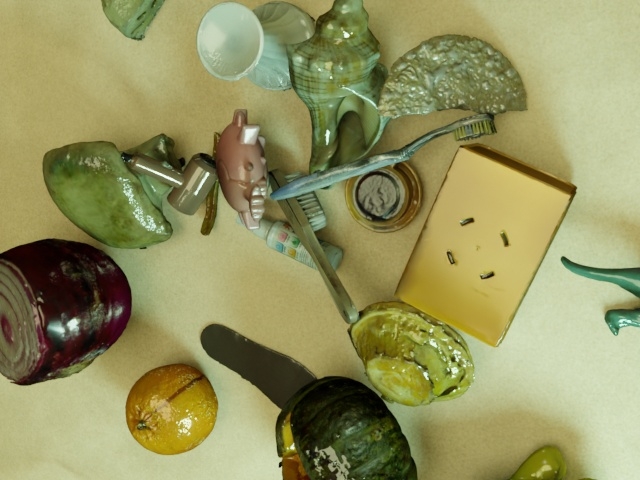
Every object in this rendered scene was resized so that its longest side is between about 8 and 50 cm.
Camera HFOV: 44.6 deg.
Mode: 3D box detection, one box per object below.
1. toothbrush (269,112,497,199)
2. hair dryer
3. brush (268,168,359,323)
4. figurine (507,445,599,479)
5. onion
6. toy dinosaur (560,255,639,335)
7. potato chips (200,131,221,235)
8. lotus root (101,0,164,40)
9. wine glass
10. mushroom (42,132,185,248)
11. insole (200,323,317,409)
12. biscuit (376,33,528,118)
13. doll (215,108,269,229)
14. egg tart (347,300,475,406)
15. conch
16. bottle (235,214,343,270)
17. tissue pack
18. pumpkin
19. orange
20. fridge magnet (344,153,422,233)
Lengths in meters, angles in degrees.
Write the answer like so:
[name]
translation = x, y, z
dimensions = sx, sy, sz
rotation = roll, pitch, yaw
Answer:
[toothbrush]
translation = 0.095, -0.135, 1.320
dimensions = 0.414, 0.035, 0.042
rotation = -17, 66, 22
[hair dryer]
translation = -0.287, -0.129, 1.462
dimensions = 0.117, 0.182, 0.064
rotation = -56, 33, 18
[brush]
translation = 0.000, 0.000, 1.399
dimensions = 0.065, 0.070, 0.327
rotation = -22, 66, -15
[figurine]
translation = 0.325, 0.517, 1.301
dimensions = 0.340, 0.231, 0.323
rotation = -24, 48, 30
[onion]
translation = -0.530, 0.131, 1.594
dimensions = 0.337, 0.260, 0.281
rotation = -45, 72, 42
[toy dinosaur]
translation = 0.617, 0.097, 1.187
dimensions = 0.331, 0.129, 0.383
rotation = -35, 83, 14
[potato chips]
translation = -0.211, -0.111, 1.534
dimensions = 0.026, 0.037, 0.203
rotation = 12, 99, 11
[lotus root]
translation = -0.380, -0.480, 1.517
dimensions = 0.144, 0.070, 0.143
rotation = 36, 111, 14
[wine glass]
translation = -0.113, -0.345, 1.359
dimensions = 0.165, 0.196, 0.164
rotation = 4, 100, 25
[mushroom]
translation = -0.420, -0.087, 1.545
dimensions = 0.292, 0.212, 0.217
rotation = -6, 89, 18
[insole]
translation = -0.108, 0.265, 1.570
dimensions = 0.328, 0.007, 0.111
rotation = 29, 108, 16
[biscuit]
translation = 0.212, -0.267, 1.263
dimensions = 0.250, 0.032, 0.133
rotation = -3, 94, -6
[doll]
translation = -0.140, -0.126, 1.410
dimensions = 0.093, 0.262, 0.211
rotation = -7, 121, -15
[egg tart]
translation = 0.149, 0.210, 1.354
dimensions = 0.241, 0.106, 0.241
rotation = 19, 139, 17
[conch]
translation = 0.047, -0.256, 1.337
dimensions = 0.203, 0.169, 0.386
rotation = 25, 145, 24
[bottle]
translation = -0.064, -0.001, 1.472
dimensions = 0.217, 0.060, 0.060
rotation = 24, 108, 16
[tissue pack]
translation = 0.275, 0.002, 1.281
dimensions = 0.194, 0.145, 0.274
rotation = 29, 110, 18
[pumpkin]
translation = 0.042, 0.398, 1.381
dimensions = 0.320, 0.192, 0.320
rotation = 44, 142, 48
[orange]
translation = -0.305, 0.345, 1.586
dimensions = 0.193, 0.161, 0.193
rotation = 4, 103, 18
[fridge magnet]
translation = 0.109, -0.082, 1.380
dimensions = 0.143, 0.063, 0.143
rotation = 3, 99, 20
